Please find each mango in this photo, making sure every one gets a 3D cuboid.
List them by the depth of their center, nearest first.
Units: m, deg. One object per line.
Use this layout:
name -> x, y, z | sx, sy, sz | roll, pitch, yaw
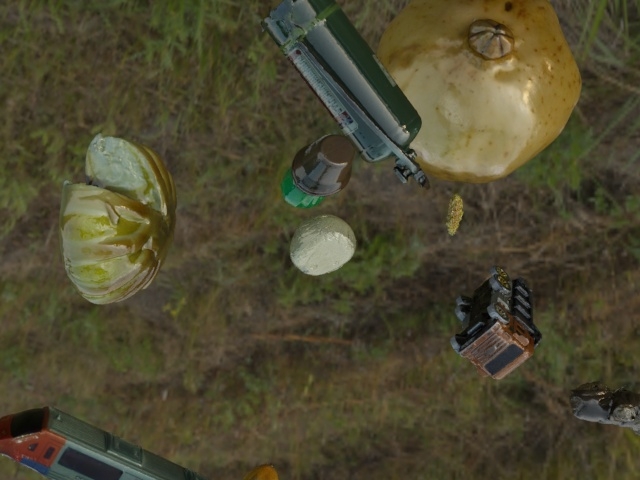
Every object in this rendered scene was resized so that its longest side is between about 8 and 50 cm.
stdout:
mango -> -0.137, 0.508, 1.843 | 0.075, 0.190, 0.098 | 26, 170, 21

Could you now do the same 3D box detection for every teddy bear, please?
teddy bear -> 0.417, 0.225, 1.312 | 0.161, 0.077, 0.119 | -5, 180, 6

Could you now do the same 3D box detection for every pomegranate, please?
pomegranate -> 0.273, -0.293, 1.729 | 0.410, 0.410, 0.410 | 6, 144, 4

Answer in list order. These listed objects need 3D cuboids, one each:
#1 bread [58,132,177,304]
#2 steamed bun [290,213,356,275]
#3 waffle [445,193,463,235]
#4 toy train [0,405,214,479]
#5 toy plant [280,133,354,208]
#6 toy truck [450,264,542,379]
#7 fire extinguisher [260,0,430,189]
bread -> -0.356, -0.032, 1.783 | 0.160, 0.333, 0.333 | 4, 144, 9
steamed bun -> 0.000, 0.000, 1.892 | 0.130, 0.090, 0.112 | -32, 134, 15
waffle -> 0.284, -0.053, 2.064 | 0.016, 0.085, 0.078 | 11, 164, 28
toy train -> -0.279, 0.344, 1.428 | 0.409, 0.086, 0.089 | 31, 95, -19
toy plant -> -0.003, -0.125, 1.802 | 0.105, 0.143, 0.200 | 53, 149, 4
toy truck -> 0.241, 0.109, 1.327 | 0.092, 0.192, 0.083 | 42, 115, -7
fire extinguisher -> 0.048, -0.171, 1.177 | 0.093, 0.118, 0.294 | -37, 99, 6
